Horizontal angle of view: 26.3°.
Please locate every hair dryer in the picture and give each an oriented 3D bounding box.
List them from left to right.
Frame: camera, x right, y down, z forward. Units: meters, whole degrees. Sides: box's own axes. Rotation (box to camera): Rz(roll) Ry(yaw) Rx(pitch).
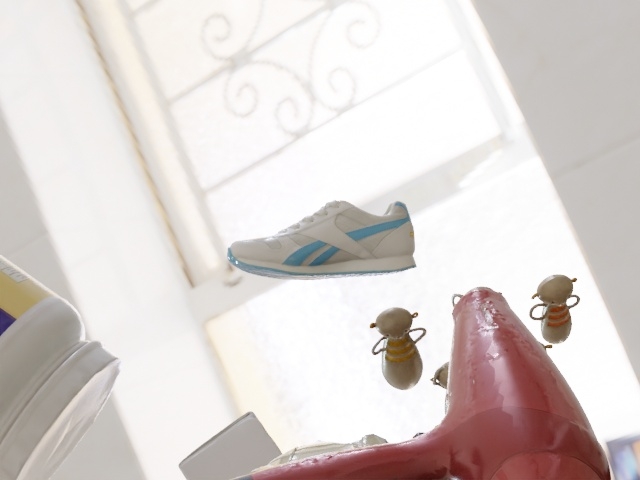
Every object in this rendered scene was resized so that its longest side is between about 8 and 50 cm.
[{"bbox_3d":[0.047,0.120,0.759,0.293,0.224,0.080,-44,-35,-41],"label":"hair dryer"}]

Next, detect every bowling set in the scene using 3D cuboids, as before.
[{"bbox_3d":[0.224,0.161,1.739,0.154,0.287,0.200,77,173,-49],"label":"bowling set"}]

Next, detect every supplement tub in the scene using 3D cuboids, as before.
[{"bbox_3d":[-0.411,0.119,1.496,0.331,0.241,0.241,34,-147,6],"label":"supplement tub"}]

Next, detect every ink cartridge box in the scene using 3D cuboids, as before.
[{"bbox_3d":[-0.062,0.355,1.731,0.201,0.117,0.278,53,171,19],"label":"ink cartridge box"}]

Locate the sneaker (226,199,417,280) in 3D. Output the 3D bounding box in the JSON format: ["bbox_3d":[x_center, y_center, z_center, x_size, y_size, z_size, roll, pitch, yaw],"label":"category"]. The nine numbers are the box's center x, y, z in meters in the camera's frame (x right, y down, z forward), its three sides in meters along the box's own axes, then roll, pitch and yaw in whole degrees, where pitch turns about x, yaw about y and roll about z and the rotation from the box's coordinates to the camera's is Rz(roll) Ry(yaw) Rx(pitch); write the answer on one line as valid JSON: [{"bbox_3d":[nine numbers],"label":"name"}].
[{"bbox_3d":[0.000,0.000,1.651,0.087,0.229,0.092,150,117,-80],"label":"sneaker"}]

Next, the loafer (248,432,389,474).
[{"bbox_3d":[0.049,0.217,1.176,0.092,0.269,0.102,-44,-56,-34],"label":"loafer"}]
